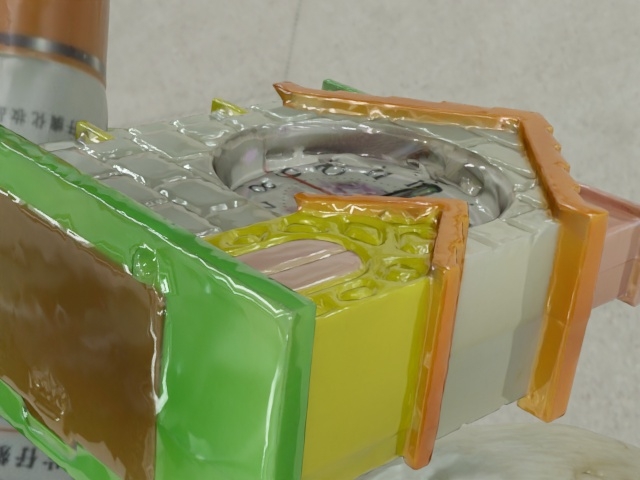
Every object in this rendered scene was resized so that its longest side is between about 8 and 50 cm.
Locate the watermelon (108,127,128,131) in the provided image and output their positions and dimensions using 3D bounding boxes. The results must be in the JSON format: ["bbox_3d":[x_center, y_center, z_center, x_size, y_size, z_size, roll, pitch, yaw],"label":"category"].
[{"bbox_3d":[-0.091,0.005,1.000,0.330,0.189,0.331,-2,10,0],"label":"watermelon"}]

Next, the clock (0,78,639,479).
[{"bbox_3d":[0.000,0.000,0.476,0.255,0.106,0.219,-17,33,-42],"label":"clock"}]

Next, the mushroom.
[{"bbox_3d":[0.122,0.158,0.643,0.095,0.351,0.123,-29,63,51],"label":"mushroom"}]

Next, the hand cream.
[{"bbox_3d":[-0.152,0.020,0.591,0.089,0.139,0.314,-22,60,60],"label":"hand cream"}]
